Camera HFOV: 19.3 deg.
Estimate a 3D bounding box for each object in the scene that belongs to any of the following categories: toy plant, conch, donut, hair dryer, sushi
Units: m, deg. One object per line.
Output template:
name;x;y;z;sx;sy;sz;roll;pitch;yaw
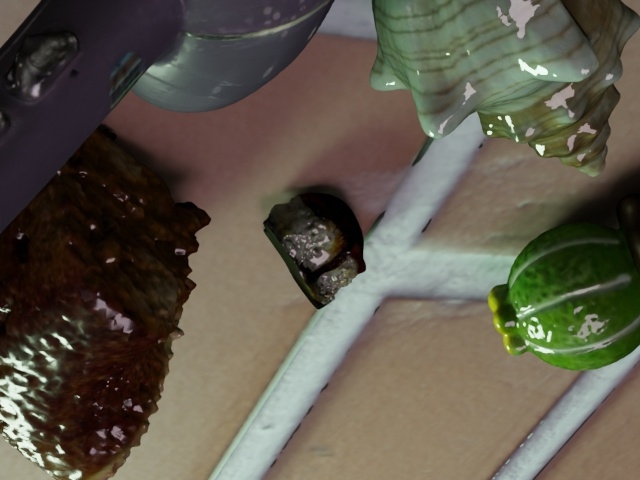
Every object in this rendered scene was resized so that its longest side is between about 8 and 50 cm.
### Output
toy plant;0.178;0.022;1.098;0.162;0.092;0.093;-20;146;13
conch;0.072;-0.094;0.847;0.114;0.137;0.234;-45;145;13
donut;-0.134;0.040;0.981;0.144;0.126;0.186;22;132;-33
hair dryer;-0.099;-0.069;0.659;0.121;0.361;0.301;32;152;8
sushi;0.000;0.000;1.052;0.046;0.044;0.083;-37;148;-7
